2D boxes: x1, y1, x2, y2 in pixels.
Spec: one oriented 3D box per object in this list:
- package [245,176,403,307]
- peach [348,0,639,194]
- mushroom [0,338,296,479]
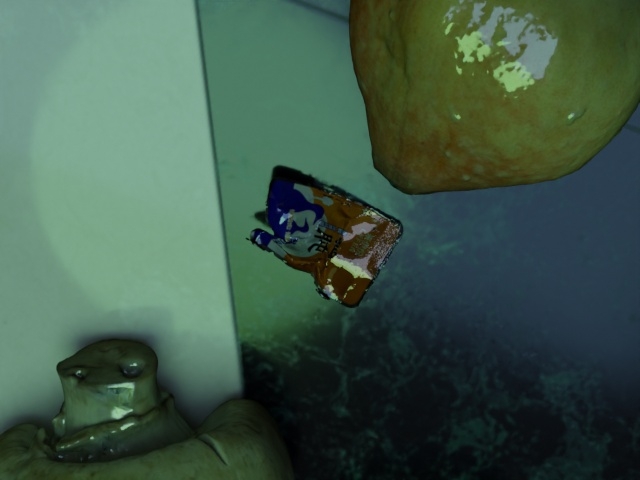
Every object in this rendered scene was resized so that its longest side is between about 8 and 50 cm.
[{"bbox_3d":[0.000,-0.001,1.394,0.111,0.033,0.077,25,82,-20],"label":"package"},{"bbox_3d":[0.114,-0.129,1.262,0.232,0.232,0.232,0,106,1],"label":"peach"},{"bbox_3d":[-0.143,0.190,1.371,0.254,0.189,0.195,-7,107,-5],"label":"mushroom"}]
